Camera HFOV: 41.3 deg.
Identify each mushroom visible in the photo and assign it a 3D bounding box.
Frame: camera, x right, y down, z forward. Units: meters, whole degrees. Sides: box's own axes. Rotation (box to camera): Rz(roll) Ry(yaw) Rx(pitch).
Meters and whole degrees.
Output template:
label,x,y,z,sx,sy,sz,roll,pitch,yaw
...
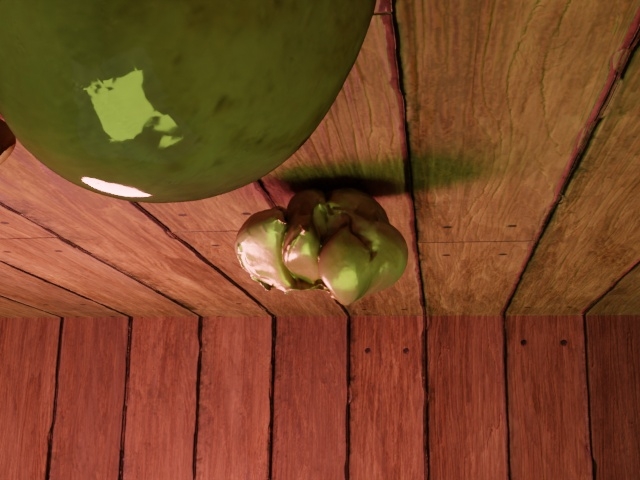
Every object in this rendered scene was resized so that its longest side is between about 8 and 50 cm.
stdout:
label,x,y,z,sx,sy,sz,roll,pitch,yaw
mushroom,-0.116,-0.179,0.569,0.290,0.297,0.297,24,179,30

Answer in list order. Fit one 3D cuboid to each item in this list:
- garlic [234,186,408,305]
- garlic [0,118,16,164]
label,x,y,z,sx,sy,sz,roll,pitch,yaw
garlic,0.011,-0.010,1.425,0.281,0.184,0.203,17,145,19
garlic,-0.469,-0.125,1.103,0.207,0.128,0.115,-22,113,44
